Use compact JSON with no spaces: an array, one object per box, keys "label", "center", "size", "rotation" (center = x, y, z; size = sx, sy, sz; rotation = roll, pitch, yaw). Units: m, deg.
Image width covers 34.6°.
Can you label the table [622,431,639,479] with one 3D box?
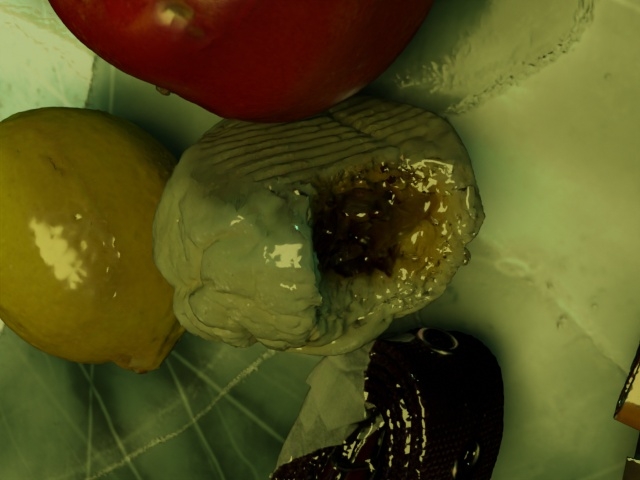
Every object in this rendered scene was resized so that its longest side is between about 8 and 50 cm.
[{"label":"table","center":[0.314,0.217,0.921],"size":[0.083,0.082,0.070],"rotation":[11,108,19]}]

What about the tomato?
[{"label":"tomato","center":[-0.060,-0.256,0.824],"size":[0.290,0.293,0.325],"rotation":[-47,65,22]}]

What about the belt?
[{"label":"belt","center":[0.070,0.210,0.986],"size":[0.184,0.164,0.289],"rotation":[38,120,38]}]

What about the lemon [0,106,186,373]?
[{"label":"lemon","center":[-0.229,-0.007,1.006],"size":[0.236,0.236,0.263],"rotation":[-23,114,26]}]

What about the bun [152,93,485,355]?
[{"label":"bun","center":[-0.011,-0.006,0.905],"size":[0.281,0.281,0.205],"rotation":[14,121,19]}]

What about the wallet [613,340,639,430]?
[{"label":"wallet","center":[0.354,0.095,0.869],"size":[0.161,0.042,0.196],"rotation":[24,96,15]}]
